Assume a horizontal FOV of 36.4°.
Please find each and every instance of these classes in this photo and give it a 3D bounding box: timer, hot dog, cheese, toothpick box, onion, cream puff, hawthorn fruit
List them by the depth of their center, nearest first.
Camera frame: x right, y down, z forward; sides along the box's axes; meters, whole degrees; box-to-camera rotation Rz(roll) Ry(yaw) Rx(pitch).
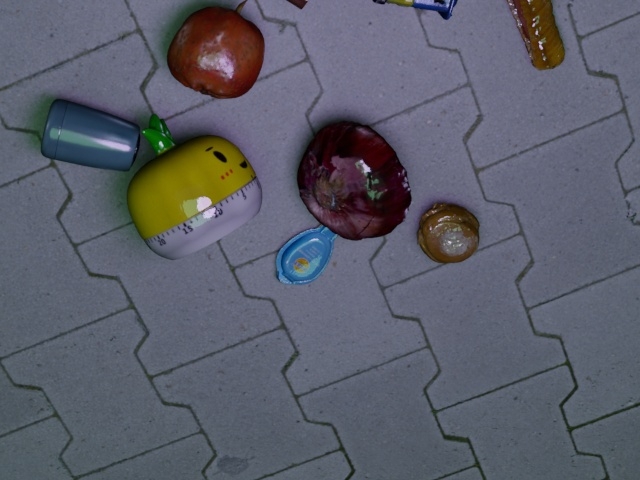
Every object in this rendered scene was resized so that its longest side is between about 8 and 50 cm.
[{"bbox_3d":[-0.190,-0.372,1.859,0.179,0.179,0.200,22,98,-13],"label":"hawthorn fruit"},{"bbox_3d":[0.414,-0.466,1.911,0.083,0.068,0.289,-25,112,0],"label":"hot dog"},{"bbox_3d":[-0.272,-0.125,1.919,0.285,0.285,0.285,-1,114,-3],"label":"timer"},{"bbox_3d":[-0.454,-0.203,1.941,0.184,0.120,0.120,14,112,-14],"label":"toothpick box"},{"bbox_3d":[0.076,-0.128,1.970,0.252,0.219,0.252,27,137,28],"label":"onion"},{"bbox_3d":[0.274,-0.018,2.078,0.144,0.103,0.126,27,114,-15],"label":"cream puff"},{"bbox_3d":[0.000,0.000,2.105,0.106,0.037,0.256,39,100,-18],"label":"cheese"}]

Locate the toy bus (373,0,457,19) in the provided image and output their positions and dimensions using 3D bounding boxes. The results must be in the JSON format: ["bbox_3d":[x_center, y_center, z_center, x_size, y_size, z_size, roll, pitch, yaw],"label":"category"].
[{"bbox_3d":[0.199,-0.573,1.811,0.175,0.138,0.288,11,112,-7],"label":"toy bus"}]

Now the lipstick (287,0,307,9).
[{"bbox_3d":[-0.174,-0.553,1.839,0.356,0.057,0.057,30,109,-15],"label":"lipstick"}]
